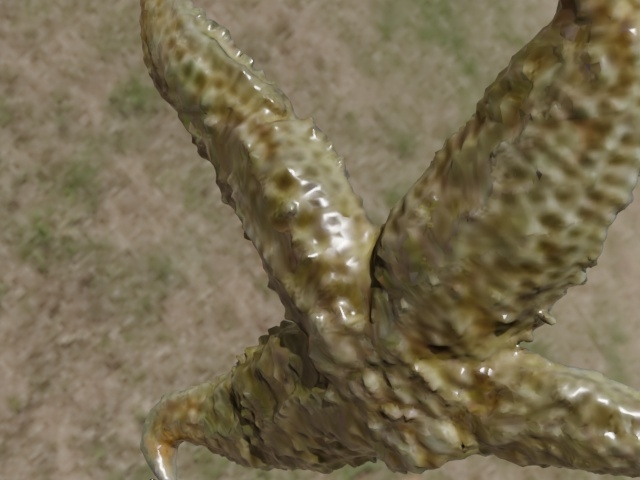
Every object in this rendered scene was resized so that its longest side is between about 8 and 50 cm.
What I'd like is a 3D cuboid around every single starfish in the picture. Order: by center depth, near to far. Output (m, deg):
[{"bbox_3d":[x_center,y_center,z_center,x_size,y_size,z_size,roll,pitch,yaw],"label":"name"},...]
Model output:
[{"bbox_3d":[0.000,0.000,0.695,0.082,0.432,0.323,-27,106,-36],"label":"starfish"}]
